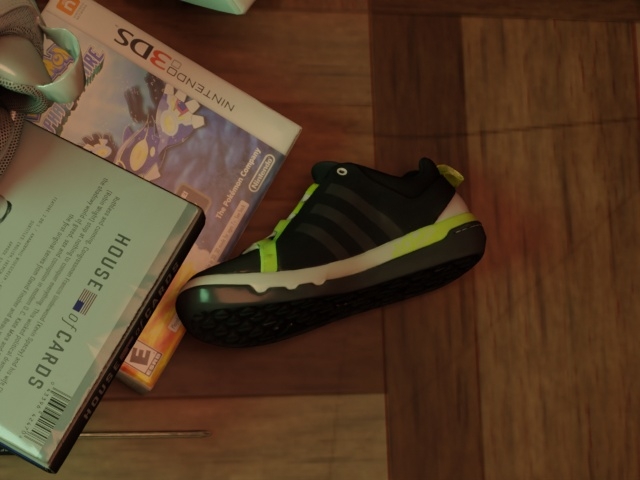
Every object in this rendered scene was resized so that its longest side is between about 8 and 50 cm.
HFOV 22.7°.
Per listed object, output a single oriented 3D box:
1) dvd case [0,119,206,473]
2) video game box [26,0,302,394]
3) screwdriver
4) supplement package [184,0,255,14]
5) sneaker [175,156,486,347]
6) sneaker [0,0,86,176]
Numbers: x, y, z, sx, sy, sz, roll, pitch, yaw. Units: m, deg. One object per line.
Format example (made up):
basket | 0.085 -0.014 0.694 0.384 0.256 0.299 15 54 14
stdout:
dvd case | -0.214 0.007 0.956 0.239 0.029 0.179 27 75 12
video game box | -0.140 -0.034 1.032 0.187 0.048 0.205 30 76 -4
screwdriver | -0.153 0.128 1.020 0.170 0.024 0.025 6 109 -19
supplement package | -0.056 -0.316 0.999 0.293 0.175 0.177 -52 132 -16
sneaker | 0.000 0.000 1.042 0.235 0.084 0.097 -13 70 -32
sneaker | -0.316 -0.084 0.908 0.366 0.137 0.210 -30 67 -8
